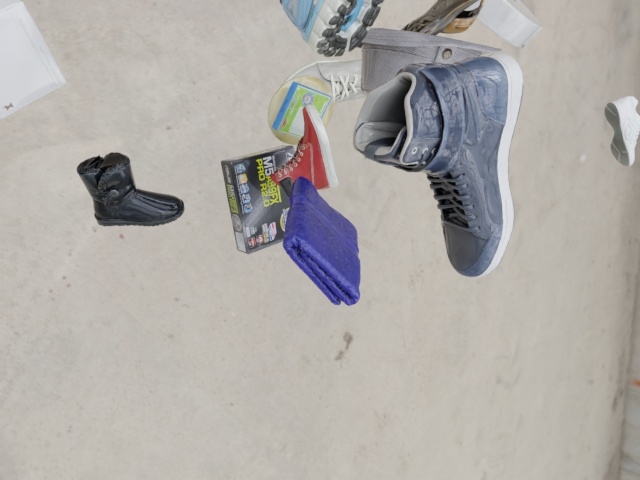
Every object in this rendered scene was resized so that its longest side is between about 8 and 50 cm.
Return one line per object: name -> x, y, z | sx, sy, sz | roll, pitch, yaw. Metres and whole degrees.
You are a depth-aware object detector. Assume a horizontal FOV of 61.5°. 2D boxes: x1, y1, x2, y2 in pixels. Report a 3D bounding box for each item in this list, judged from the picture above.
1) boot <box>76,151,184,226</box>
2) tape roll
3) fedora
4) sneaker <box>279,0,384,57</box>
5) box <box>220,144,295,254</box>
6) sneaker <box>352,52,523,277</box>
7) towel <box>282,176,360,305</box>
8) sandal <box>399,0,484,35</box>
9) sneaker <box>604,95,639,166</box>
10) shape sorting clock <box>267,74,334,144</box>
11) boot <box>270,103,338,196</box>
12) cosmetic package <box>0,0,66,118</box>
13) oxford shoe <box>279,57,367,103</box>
boot -> -0.493, -0.134, 1.418 | 0.247, 0.094, 0.207 | -5, 141, -12
tape roll -> 0.391, -0.642, 1.352 | 0.392, 0.392, 0.072 | 2, 141, -45
fedora -> 0.179, -0.302, 0.979 | 0.276, 0.244, 0.124 | -3, 109, -33
sneaker -> 0.025, -0.204, 0.343 | 0.162, 0.073, 0.063 | -51, 162, 19
box -> -0.158, -0.121, 1.547 | 0.216, 0.060, 0.269 | -20, 113, -35
sneaker -> 0.108, -0.056, 0.511 | 0.164, 0.086, 0.226 | -16, 113, -33
towel -> 0.000, 0.000, 1.249 | 0.076, 0.308, 0.228 | -38, 112, 21
sandal -> 0.219, -0.371, 0.904 | 0.219, 0.090, 0.060 | -36, 120, 11
sneaker -> 0.627, -0.221, 1.093 | 0.061, 0.053, 0.152 | -27, 119, -3
shape sorting clock -> -0.055, -0.369, 1.529 | 0.206, 0.040, 0.206 | -21, 136, -22
boot -> -0.060, -0.229, 1.421 | 0.176, 0.088, 0.244 | -12, 125, 2
cosmetic package -> -0.677, -0.429, 1.030 | 0.155, 0.365, 0.197 | -39, 158, -20
oxford shoe -> 0.064, -0.559, 1.918 | 0.450, 0.130, 0.169 | -18, 123, -20
